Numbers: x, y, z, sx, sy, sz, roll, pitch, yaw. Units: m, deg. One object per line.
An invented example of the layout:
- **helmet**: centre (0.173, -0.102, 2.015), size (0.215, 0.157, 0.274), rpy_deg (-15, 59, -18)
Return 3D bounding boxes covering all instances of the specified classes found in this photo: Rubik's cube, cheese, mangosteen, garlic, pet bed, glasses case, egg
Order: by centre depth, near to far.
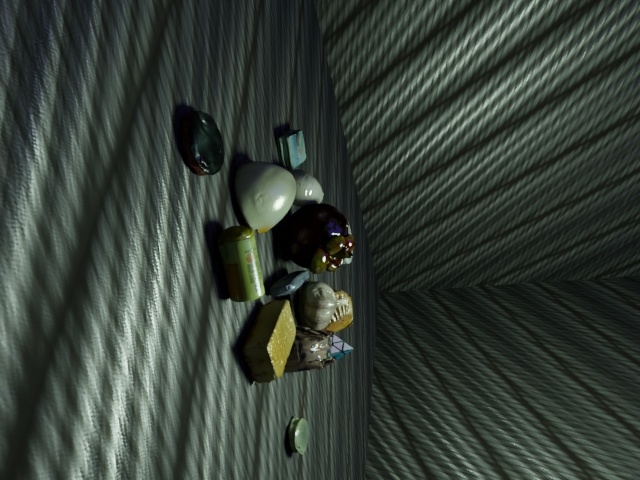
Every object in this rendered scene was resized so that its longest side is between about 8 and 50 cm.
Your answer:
- **pet bed**: centre (-0.348, -0.290, 1.247), size (0.201, 0.054, 0.200), rpy_deg (-5, 90, -74)
- **egg**: centre (-0.191, -0.172, 1.534), size (0.286, 0.174, 0.264), rpy_deg (-69, 145, -51)
- **glasses case**: centre (-0.126, 0.177, 1.735), size (0.282, 0.109, 0.067), rpy_deg (-25, 96, -73)
- **garlic**: centre (0.019, 0.274, 1.775), size (0.219, 0.212, 0.218), rpy_deg (-178, -90, -69)
- **mangosteen**: centre (0.000, 0.000, 1.820), size (0.347, 0.307, 0.306), rpy_deg (43, -9, 33)
- **cheese**: centre (-0.094, -0.235, 1.860), size (0.154, 0.198, 0.189), rpy_deg (-62, 166, 24)
- **Rubik's cube**: centre (0.015, 0.569, 2.209), size (0.178, 0.211, 0.190), rpy_deg (-5, 56, -54)

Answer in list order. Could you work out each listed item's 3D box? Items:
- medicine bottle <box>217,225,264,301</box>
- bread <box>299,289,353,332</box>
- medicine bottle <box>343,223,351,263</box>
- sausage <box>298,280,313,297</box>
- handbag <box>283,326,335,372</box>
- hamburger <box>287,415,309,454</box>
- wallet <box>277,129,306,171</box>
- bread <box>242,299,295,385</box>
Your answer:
- **medicine bottle**: centre (-0.254, 0.071, 1.326), size (0.124, 0.124, 0.238), rpy_deg (-44, 125, -70)
- **bread**: centre (0.037, 0.349, 1.968), size (0.149, 0.274, 0.274), rpy_deg (61, 4, 29)
- **medicine bottle**: centre (0.030, 0.011, 2.116), size (0.238, 0.232, 0.237), rpy_deg (-7, 90, -74)
- **sausage**: centre (-0.018, 0.272, 2.089), size (0.328, 0.112, 0.111), rpy_deg (37, 49, -68)
- **handbag**: centre (-0.051, 0.456, 1.740), size (0.251, 0.194, 0.189), rpy_deg (27, 57, -71)
- **hamburger**: centre (-0.092, 0.804, 1.714), size (0.140, 0.063, 0.132), rpy_deg (-59, 136, -61)
- **wallet**: centre (-0.132, -0.439, 2.005), size (0.250, 0.075, 0.176), rpy_deg (-60, 144, -65)
- **bread**: centre (-0.178, 0.356, 1.497), size (0.274, 0.114, 0.184), rpy_deg (-67, 151, -57)
